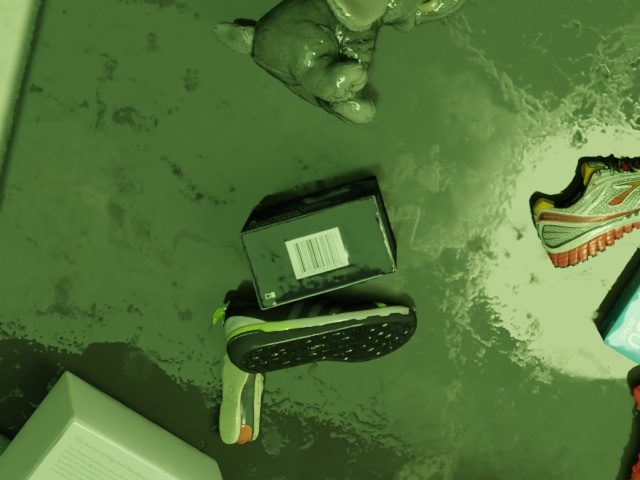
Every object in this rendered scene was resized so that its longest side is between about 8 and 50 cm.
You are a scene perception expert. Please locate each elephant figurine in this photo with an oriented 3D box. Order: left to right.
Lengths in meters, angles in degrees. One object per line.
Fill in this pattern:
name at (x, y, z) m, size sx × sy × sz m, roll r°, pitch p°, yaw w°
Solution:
elephant figurine at (0.044, -0.262, 1.849) m, size 0.169 × 0.186 × 0.239 m, roll 31°, pitch 89°, yaw 41°

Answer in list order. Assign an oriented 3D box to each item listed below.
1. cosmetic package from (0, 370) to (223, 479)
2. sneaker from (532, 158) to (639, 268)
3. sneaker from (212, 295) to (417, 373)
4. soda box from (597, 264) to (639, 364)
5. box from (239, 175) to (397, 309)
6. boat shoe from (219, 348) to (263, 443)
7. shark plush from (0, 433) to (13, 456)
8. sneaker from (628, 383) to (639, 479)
cosmetic package at (-0.261, 0.311, 1.920) m, size 0.224 × 0.138 × 0.224 m, roll 35°, pitch 101°, yaw -22°
sneaker at (0.342, -0.058, 1.881) m, size 0.225 × 0.088 × 0.092 m, roll -31°, pitch 95°, yaw 7°
sneaker at (-0.005, 0.084, 1.924) m, size 0.235 × 0.097 × 0.084 m, roll -5°, pitch 143°, yaw -15°
soda box at (0.403, 0.041, 1.904) m, size 0.071 × 0.067 × 0.210 m, roll 31°, pitch 100°, yaw -2°
box at (0.000, 0.000, 1.872) m, size 0.156 × 0.158 × 0.093 m, roll -16°, pitch 99°, yaw 5°
boat shoe at (-0.088, 0.172, 1.964) m, size 0.043 × 0.049 × 0.137 m, roll 0°, pitch 99°, yaw -40°
shark plush at (-0.349, 0.259, 1.988) m, size 0.161 × 0.073 × 0.067 m, roll 8°, pitch 69°, yaw 6°
sneaker at (0.393, 0.242, 1.945) m, size 0.221 × 0.087 × 0.128 m, roll -48°, pitch 63°, yaw 22°
